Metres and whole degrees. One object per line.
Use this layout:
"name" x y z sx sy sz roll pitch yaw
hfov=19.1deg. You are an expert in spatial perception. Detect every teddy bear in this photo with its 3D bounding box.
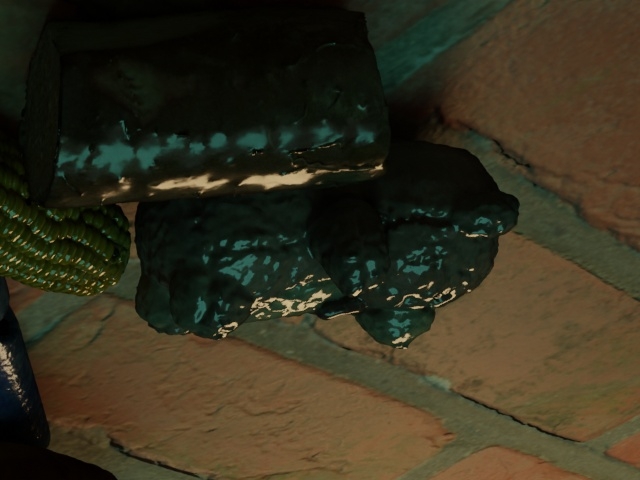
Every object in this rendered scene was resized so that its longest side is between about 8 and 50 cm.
"teddy bear" -0.001 -0.001 1.361 0.267 0.151 0.236 3 180 -22

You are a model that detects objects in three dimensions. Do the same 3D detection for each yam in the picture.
"yam" -0.069 -0.085 1.212 0.238 0.129 0.128 -4 147 -17

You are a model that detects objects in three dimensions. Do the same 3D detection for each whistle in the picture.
"whistle" -0.256 0.086 1.462 0.062 0.062 0.304 -12 149 -6

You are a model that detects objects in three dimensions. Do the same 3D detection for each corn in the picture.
"corn" -0.231 -0.034 1.255 0.106 0.106 0.293 -33 148 25

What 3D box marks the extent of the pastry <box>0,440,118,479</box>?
"pastry" -0.301 0.267 1.574 0.356 0.164 0.356 3 158 1
